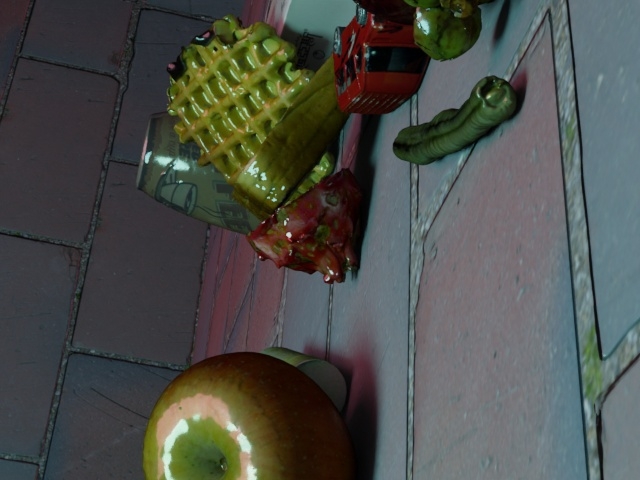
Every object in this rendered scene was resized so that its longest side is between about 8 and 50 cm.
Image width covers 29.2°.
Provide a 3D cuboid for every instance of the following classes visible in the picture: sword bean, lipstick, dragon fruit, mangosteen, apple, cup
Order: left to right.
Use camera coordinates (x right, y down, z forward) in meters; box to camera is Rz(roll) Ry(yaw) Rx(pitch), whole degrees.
[{"bbox_3d":[-0.181,-0.171,2.168,0.227,0.257,0.301,-135,58,-76],"label":"cup"},{"bbox_3d":[-0.061,0.222,1.191,0.210,0.173,0.234,-32,60,28],"label":"apple"},{"bbox_3d":[-0.033,0.165,1.436,0.304,0.076,0.076,163,117,-80],"label":"lipstick"},{"bbox_3d":[0.000,0.000,1.405,0.111,0.153,0.153,59,165,3],"label":"dragon fruit"},{"bbox_3d":[0.087,-0.243,0.996,0.180,0.166,0.166,57,143,37],"label":"mangosteen"},{"bbox_3d":[0.109,-0.095,1.027,0.269,0.038,0.043,158,97,-79],"label":"sword bean"}]

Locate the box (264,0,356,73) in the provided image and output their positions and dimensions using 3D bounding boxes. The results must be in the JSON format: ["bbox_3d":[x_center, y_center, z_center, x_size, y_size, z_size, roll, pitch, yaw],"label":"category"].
[{"bbox_3d":[-0.004,-0.332,1.706,0.274,0.116,0.203,111,165,-50],"label":"box"}]

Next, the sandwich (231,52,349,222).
[{"bbox_3d":[-0.019,-0.124,1.448,0.214,0.065,0.186,-54,1,-7],"label":"sandwich"}]

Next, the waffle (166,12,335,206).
[{"bbox_3d":[-0.102,-0.181,1.705,0.060,0.307,0.311,-39,-28,-36],"label":"waffle"}]

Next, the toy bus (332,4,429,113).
[{"bbox_3d":[0.065,-0.191,1.271,0.195,0.081,0.089,151,120,-78],"label":"toy bus"}]
